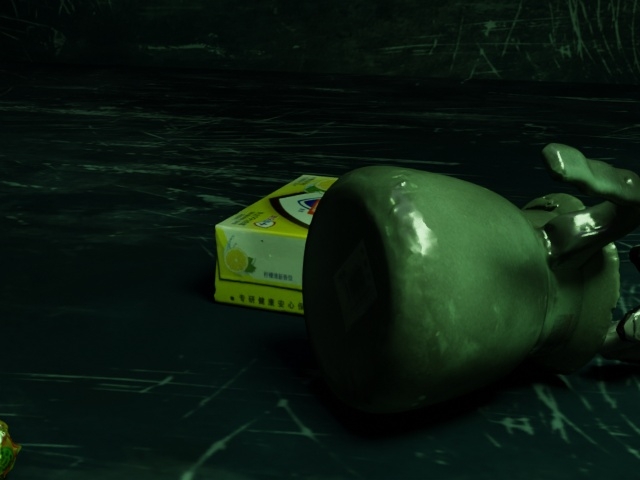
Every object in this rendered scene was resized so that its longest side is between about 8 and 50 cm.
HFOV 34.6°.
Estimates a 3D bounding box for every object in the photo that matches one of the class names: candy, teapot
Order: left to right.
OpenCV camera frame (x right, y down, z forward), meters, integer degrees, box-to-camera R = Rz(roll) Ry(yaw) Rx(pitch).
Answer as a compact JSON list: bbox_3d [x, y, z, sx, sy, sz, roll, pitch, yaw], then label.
[{"bbox_3d":[-0.323,0.162,0.867,0.201,0.060,0.060,7,18,44],"label":"candy"},{"bbox_3d":[0.156,0.010,0.951,0.285,0.305,0.223,0,32,-25],"label":"teapot"}]

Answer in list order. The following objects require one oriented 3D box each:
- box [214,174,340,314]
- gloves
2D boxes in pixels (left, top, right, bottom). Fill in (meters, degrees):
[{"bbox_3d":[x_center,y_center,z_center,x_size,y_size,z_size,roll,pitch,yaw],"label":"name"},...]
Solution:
[{"bbox_3d":[0.000,0.000,1.264,0.168,0.097,0.265,7,20,23],"label":"box"},{"bbox_3d":[0.379,0.058,1.048,0.286,0.142,0.119,-16,-4,-39],"label":"gloves"}]
